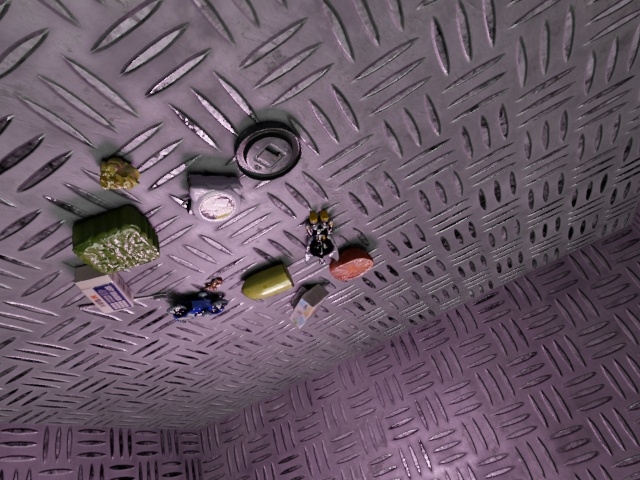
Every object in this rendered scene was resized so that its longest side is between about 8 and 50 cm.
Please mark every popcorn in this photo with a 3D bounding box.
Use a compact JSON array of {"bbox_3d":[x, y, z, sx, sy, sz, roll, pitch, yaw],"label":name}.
[{"bbox_3d":[-0.607,-0.193,1.244,0.109,0.089,0.097,6,150,-40],"label":"popcorn"}]

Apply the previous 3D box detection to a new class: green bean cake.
[{"bbox_3d":[-0.712,0.008,1.437,0.248,0.125,0.222,-18,147,-4],"label":"green bean cake"}]

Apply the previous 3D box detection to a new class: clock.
[{"bbox_3d":[-0.174,-0.293,1.364,0.226,0.049,0.226,-13,146,-9],"label":"clock"}]

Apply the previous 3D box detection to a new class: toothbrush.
[{"bbox_3d":[-0.871,0.274,1.825,0.354,0.029,0.024,-7,131,-20],"label":"toothbrush"}]

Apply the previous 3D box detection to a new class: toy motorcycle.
[{"bbox_3d":[-0.600,0.333,1.990,0.315,0.113,0.169,0,153,-42],"label":"toy motorcycle"}]

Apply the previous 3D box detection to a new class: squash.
[{"bbox_3d":[-0.261,0.208,1.965,0.247,0.132,0.132,-23,147,2],"label":"squash"}]

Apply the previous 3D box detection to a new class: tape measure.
[{"bbox_3d":[-0.372,-0.149,1.423,0.196,0.105,0.178,1,134,-31],"label":"tape measure"}]

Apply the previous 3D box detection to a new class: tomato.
[{"bbox_3d":[0.147,0.113,2.084,0.237,0.095,0.237,-16,151,-9],"label":"tomato"}]

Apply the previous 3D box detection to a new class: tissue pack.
[{"bbox_3d":[-0.082,0.346,2.281,0.159,0.145,0.229,-37,164,-42],"label":"tissue pack"}]

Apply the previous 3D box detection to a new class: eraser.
[{"bbox_3d":[-0.866,0.194,1.662,0.124,0.081,0.279,-14,147,-10],"label":"eraser"}]

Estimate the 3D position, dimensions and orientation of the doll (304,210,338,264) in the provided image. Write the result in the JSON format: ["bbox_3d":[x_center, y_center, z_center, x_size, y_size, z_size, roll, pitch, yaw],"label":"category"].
[{"bbox_3d":[-0.005,0.000,1.830,0.145,0.103,0.316,-27,142,-20],"label":"doll"}]

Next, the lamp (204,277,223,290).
[{"bbox_3d":[-0.495,0.205,1.929,0.083,0.031,0.063,-40,144,22],"label":"lamp"}]
